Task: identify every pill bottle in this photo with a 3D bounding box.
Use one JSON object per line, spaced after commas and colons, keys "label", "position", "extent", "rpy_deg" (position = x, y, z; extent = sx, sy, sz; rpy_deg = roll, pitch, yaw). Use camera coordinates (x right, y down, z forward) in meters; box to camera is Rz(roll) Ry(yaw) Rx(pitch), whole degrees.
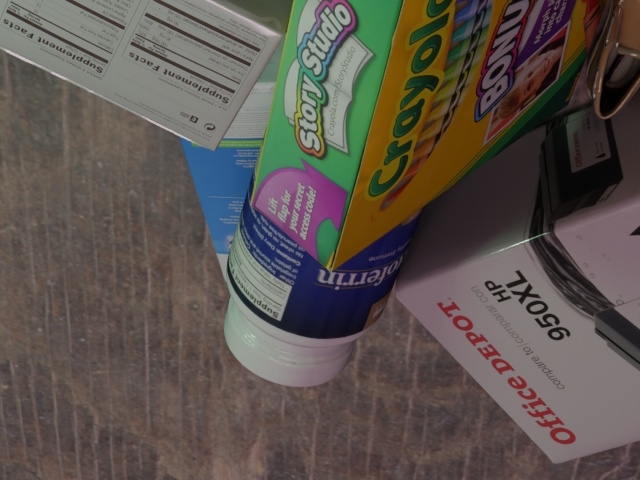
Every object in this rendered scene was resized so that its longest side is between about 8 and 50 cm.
{"label": "pill bottle", "position": [0.000, 0.000, 1.607], "extent": [0.153, 0.153, 0.265], "rpy_deg": [17, 132, -2]}

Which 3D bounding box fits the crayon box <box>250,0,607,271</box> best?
{"label": "crayon box", "position": [0.110, -0.190, 1.366], "extent": [0.106, 0.313, 0.363], "rpy_deg": [38, 142, 21]}

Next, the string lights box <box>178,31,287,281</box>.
{"label": "string lights box", "position": [-0.051, -0.073, 1.709], "extent": [0.133, 0.077, 0.260], "rpy_deg": [1, 135, 15]}

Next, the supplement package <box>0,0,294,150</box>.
{"label": "supplement package", "position": [-0.116, -0.240, 1.419], "extent": [0.204, 0.262, 0.145], "rpy_deg": [26, 135, -9]}

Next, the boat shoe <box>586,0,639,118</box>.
{"label": "boat shoe", "position": [0.272, -0.179, 1.509], "extent": [0.068, 0.072, 0.190], "rpy_deg": [14, 137, 2]}

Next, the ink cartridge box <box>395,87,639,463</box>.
{"label": "ink cartridge box", "position": [0.310, 0.021, 1.636], "extent": [0.395, 0.166, 0.285], "rpy_deg": [-22, 125, 34]}
